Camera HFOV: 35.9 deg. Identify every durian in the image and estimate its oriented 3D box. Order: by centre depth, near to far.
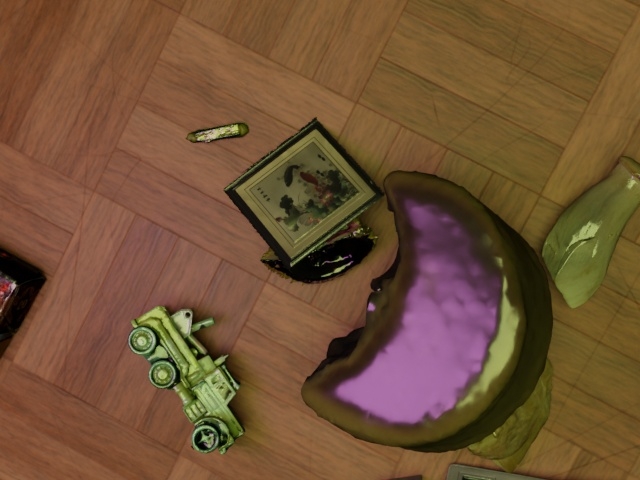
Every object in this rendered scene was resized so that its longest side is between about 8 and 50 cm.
[{"bbox_3d":[-0.001,-0.003,1.603,0.186,0.119,0.108,-19,54,6],"label":"durian"}]

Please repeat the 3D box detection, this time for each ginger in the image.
[{"bbox_3d":[0.293,0.261,1.560,0.115,0.122,0.193,27,89,25],"label":"ginger"}]

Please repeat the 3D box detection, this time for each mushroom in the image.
[{"bbox_3d":[0.425,-0.019,1.537,0.108,0.096,0.247,35,94,30],"label":"mushroom"}]

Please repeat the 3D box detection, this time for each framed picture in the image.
[{"bbox_3d":[-0.030,-0.078,1.571,0.199,0.010,0.195,-38,61,-5],"label":"framed picture"}]

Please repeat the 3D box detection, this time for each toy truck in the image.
[{"bbox_3d":[-0.201,0.220,1.615,0.135,0.128,0.259,-29,89,-6],"label":"toy truck"}]

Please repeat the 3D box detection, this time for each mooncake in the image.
[{"bbox_3d":[0.145,0.119,1.491,0.394,0.246,0.393,-28,67,24],"label":"mooncake"}]

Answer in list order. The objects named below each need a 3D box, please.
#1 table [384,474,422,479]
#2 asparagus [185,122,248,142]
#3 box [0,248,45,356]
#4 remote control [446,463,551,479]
[{"bbox_3d":[0.134,0.436,1.609,0.079,0.062,0.083,-11,91,7],"label":"table"},{"bbox_3d":[-0.174,-0.176,1.640,0.108,0.021,0.025,-9,93,8],"label":"asparagus"},{"bbox_3d":[-0.685,0.170,1.674,0.264,0.116,0.415,30,96,6],"label":"box"},{"bbox_3d":[0.350,0.436,1.562,0.313,0.109,0.055,7,139,14],"label":"remote control"}]
